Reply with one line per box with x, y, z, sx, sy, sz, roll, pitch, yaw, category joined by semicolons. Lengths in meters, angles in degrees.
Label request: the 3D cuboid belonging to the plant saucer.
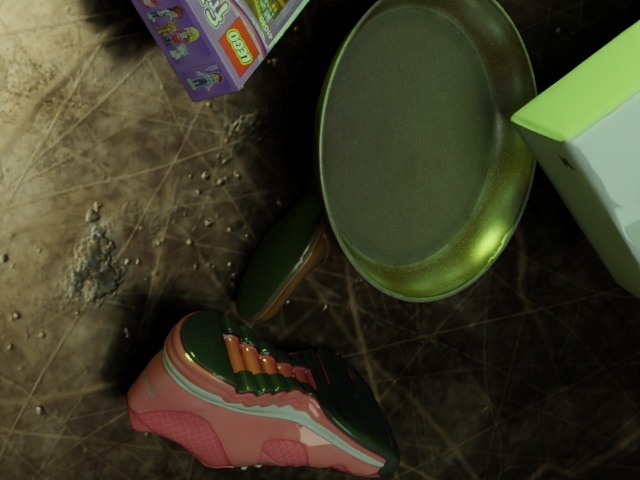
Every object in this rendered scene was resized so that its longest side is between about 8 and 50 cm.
0.096;-0.097;1.495;0.311;0.050;0.310;-7;101;-44;plant saucer

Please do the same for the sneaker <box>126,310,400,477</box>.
-0.056;0.171;1.520;0.314;0.116;0.136;28;121;-37;sneaker

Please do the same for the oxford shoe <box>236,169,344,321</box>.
0.000;0.000;1.503;0.076;0.076;0.212;42;82;-35;oxford shoe

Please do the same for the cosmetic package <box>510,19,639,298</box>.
0.443;-0.154;1.518;0.453;0.161;0.230;-36;109;-3;cosmetic package

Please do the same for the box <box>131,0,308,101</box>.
-0.115;-0.293;1.316;0.293;0.057;0.201;60;41;-26;box
